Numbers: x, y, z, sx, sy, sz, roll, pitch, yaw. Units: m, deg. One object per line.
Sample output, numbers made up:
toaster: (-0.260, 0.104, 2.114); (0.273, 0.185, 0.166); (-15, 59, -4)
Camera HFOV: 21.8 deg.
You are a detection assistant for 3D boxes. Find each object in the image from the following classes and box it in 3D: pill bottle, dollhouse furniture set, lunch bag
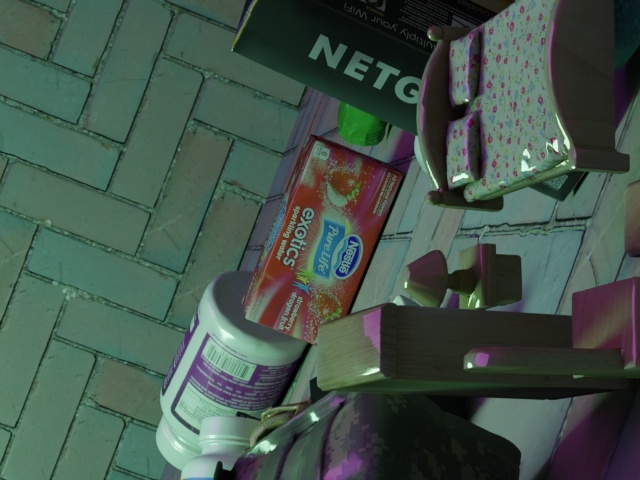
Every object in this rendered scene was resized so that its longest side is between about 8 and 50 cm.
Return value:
pill bottle: (-0.113, 0.329, 1.997); (0.124, 0.124, 0.222); (131, 148, -67)
dollhouse furniture set: (0.104, -0.081, 1.075); (0.303, 0.173, 0.356); (157, 114, -68)
lunch bag: (-0.008, 0.262, 1.172); (0.287, 0.169, 0.235); (-37, 32, 38)
pill bottle: (-0.138, 0.204, 2.462); (0.169, 0.169, 0.302); (-80, 14, -54)

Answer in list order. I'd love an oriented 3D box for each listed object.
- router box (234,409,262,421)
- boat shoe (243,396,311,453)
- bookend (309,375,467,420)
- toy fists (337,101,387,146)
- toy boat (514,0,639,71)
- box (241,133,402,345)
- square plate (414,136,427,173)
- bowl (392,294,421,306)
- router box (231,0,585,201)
router box: (-0.113, 0.294, 2.186); (0.122, 0.038, 0.092); (-85, 17, -66)
boat shoe: (-0.022, 0.222, 1.845); (0.341, 0.110, 0.122); (154, 136, -78)
bookend: (0.069, 0.174, 1.456); (0.157, 0.072, 0.156); (-34, 52, 43)
toy fists: (0.090, -0.268, 2.439); (0.279, 0.096, 0.142); (-79, 3, -46)
toy boat: (0.252, -0.259, 1.243); (0.318, 0.148, 0.267); (109, -179, -48)
box: (0.000, 0.000, 2.206); (0.122, 0.128, 0.257); (-124, 56, -80)
square plate: (0.189, -0.227, 1.821); (0.344, 0.049, 0.347); (-124, 56, -81)
bowl: (0.077, 0.136, 1.618); (0.142, 0.053, 0.142); (-91, 23, -72)
router box: (0.095, -0.190, 1.419); (0.081, 0.308, 0.243); (-58, 12, 37)
